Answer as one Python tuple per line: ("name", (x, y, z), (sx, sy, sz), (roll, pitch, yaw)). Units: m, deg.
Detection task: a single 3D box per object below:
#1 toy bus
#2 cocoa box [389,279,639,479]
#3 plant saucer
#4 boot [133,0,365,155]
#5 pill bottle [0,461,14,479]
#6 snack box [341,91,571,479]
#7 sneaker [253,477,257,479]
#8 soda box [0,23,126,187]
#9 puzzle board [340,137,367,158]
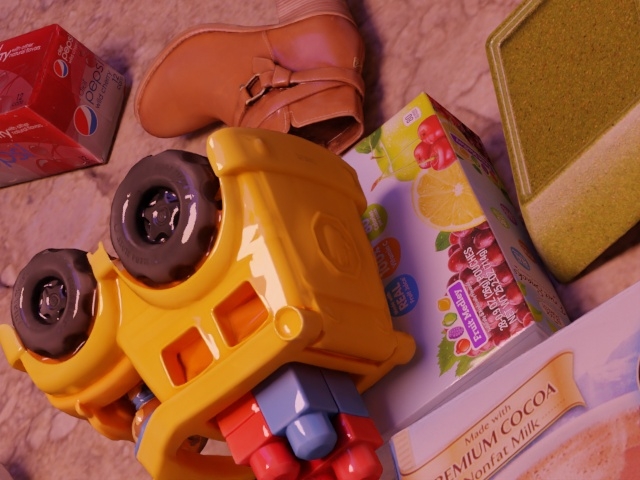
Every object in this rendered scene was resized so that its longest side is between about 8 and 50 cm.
("toy bus", (-0.056, 0.076, 1.112), (0.220, 0.149, 0.211), (-38, 61, 26))
("cocoa box", (0.242, 0.126, 0.790), (0.347, 0.231, 0.228), (-35, 42, 21))
("plant saucer", (0.162, -0.101, 1.130), (0.188, 0.045, 0.188), (-46, 41, 42))
("boot", (-0.054, -0.094, 1.383), (0.197, 0.073, 0.152), (-33, 43, 24))
("pill bottle", (-0.330, 0.247, 1.352), (0.246, 0.136, 0.136), (-37, 41, 19))
("snack box", (0.047, 0.039, 1.177), (0.174, 0.070, 0.207), (-38, 44, 18))
("sneaker", (-0.022, 0.235, 1.109), (0.086, 0.085, 0.237), (-3, 52, 13))
("soda box", (-0.286, -0.099, 1.605), (0.263, 0.092, 0.083), (-11, 54, 41))
("puzzle board", (0.000, 0.000, 1.308), (0.128, 0.011, 0.096), (-40, 41, 16))
